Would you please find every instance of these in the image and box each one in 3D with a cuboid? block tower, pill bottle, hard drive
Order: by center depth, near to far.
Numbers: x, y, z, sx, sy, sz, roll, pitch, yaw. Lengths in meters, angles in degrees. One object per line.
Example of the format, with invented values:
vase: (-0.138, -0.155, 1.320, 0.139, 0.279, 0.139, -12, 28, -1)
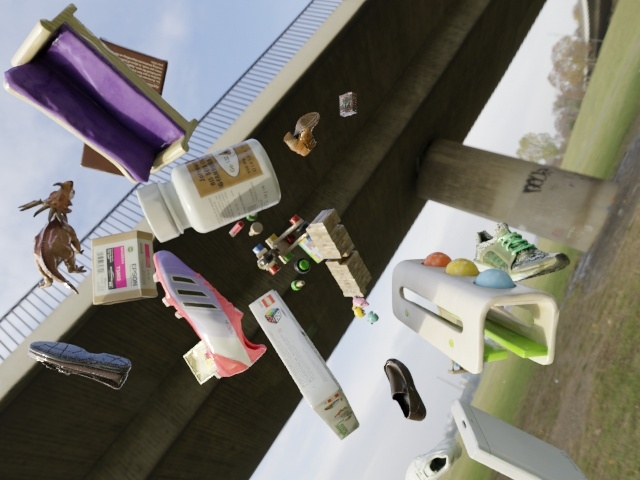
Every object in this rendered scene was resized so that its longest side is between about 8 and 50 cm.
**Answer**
pill bottle: (-0.201, -0.088, 0.738, 0.229, 0.131, 0.131, -24, -41, -14)
hard drive: (0.543, 0.575, 1.085, 0.047, 0.353, 0.233, -64, -2, 9)
block tower: (0.072, 0.050, 1.458, 0.097, 0.091, 0.335, -49, -58, -38)

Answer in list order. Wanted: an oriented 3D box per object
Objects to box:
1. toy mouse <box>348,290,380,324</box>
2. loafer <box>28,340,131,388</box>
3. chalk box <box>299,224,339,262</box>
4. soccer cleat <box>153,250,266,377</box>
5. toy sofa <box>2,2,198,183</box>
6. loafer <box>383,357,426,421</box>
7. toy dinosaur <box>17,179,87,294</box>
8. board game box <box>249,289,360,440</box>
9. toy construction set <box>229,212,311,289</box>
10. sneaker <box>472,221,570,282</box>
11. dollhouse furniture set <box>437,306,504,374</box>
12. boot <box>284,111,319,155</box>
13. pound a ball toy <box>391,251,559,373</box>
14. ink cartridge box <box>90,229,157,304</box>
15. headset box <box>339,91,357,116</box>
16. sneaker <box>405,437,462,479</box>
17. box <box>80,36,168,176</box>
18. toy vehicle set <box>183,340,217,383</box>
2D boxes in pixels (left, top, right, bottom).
toy mouse: (0.152, 0.240, 1.383, 0.031, 0.143, 0.161, -41, -72, -23)
loafer: (-0.769, 0.401, 1.282, 0.109, 0.303, 0.095, -157, 85, -76)
chalk box: (0.000, 0.000, 1.785, 0.132, 0.132, 0.213, -47, 4, -26)
soccer cleat: (-0.185, 0.114, 0.674, 0.095, 0.083, 0.248, -30, -77, -9)
toy sofa: (-0.476, -0.310, 0.915, 0.362, 0.150, 0.177, 43, -140, -36)
loafer: (0.269, 0.490, 1.338, 0.078, 0.220, 0.080, 7, -51, -38)
toy dinosaur: (-0.696, -0.001, 1.048, 0.127, 0.295, 0.200, -8, -35, -25)
board game box: (-0.017, 0.233, 0.716, 0.053, 0.193, 0.305, -33, -34, -11)
toy construction set: (-0.198, 0.022, 1.529, 0.237, 0.309, 0.257, -30, 36, 59)
sneaker: (0.619, 0.030, 1.328, 0.158, 0.410, 0.182, -15, -88, -13)
dollhouse furniture set: (0.396, 0.246, 1.040, 0.129, 0.129, 0.183, 96, 168, -78)
boot: (-0.056, -0.477, 1.827, 0.197, 0.073, 0.152, -36, -31, 16)
pound a ball toy: (0.263, 0.091, 0.695, 0.319, 0.208, 0.135, -150, 58, -74)
ink cartridge box: (-0.685, 0.095, 1.407, 0.088, 0.193, 0.234, 32, -132, -74)
headset box: (0.106, -0.524, 1.545, 0.032, 0.062, 0.083, -1, -92, -51)
sneaker: (0.215, 0.455, 0.809, 0.061, 0.053, 0.152, -1, -49, -54)
box: (-0.608, -0.400, 1.264, 0.191, 0.143, 0.381, 12, -72, -24)
toy vehicle set: (-0.530, 0.556, 1.941, 0.267, 0.166, 0.035, -40, -10, 24)
